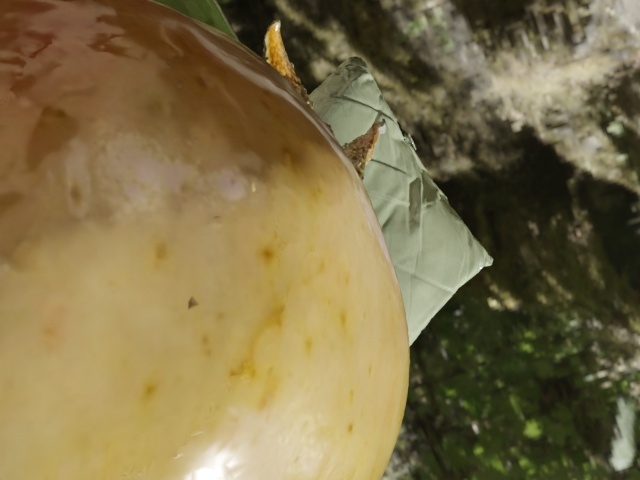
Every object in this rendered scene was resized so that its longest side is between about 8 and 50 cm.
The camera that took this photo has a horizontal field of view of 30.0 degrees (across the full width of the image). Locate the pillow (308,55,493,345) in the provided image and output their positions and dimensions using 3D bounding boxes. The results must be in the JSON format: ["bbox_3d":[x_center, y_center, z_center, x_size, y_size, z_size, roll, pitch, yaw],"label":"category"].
[{"bbox_3d":[0.025,-0.006,1.229,0.274,0.281,0.076,-44,-162,-31],"label":"pillow"}]

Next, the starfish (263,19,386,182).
[{"bbox_3d":[0.004,-0.026,1.021,0.084,0.301,0.294,-7,-116,18],"label":"starfish"}]

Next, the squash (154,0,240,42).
[{"bbox_3d":[-0.179,-0.262,1.279,0.118,0.371,0.118,-29,-156,14],"label":"squash"}]

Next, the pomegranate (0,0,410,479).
[{"bbox_3d":[-0.145,0.067,0.621,0.411,0.412,0.411,-19,-153,10],"label":"pomegranate"}]
